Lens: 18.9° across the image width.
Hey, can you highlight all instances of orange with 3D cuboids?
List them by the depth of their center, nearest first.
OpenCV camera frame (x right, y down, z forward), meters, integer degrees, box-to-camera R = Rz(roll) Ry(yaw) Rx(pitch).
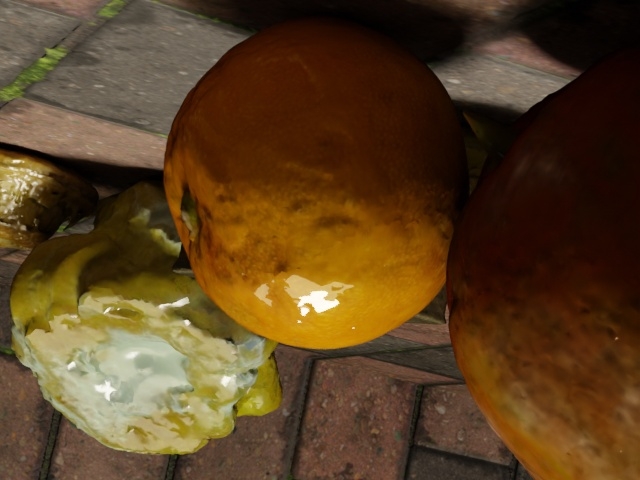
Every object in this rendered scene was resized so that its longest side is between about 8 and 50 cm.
[{"bbox_3d":[0.002,-0.045,1.515,0.261,0.261,0.261,11,170,2],"label":"orange"}]

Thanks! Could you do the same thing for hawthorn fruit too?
[{"bbox_3d":[0.261,0.024,1.383,0.403,0.402,0.403,11,170,2],"label":"hawthorn fruit"}]

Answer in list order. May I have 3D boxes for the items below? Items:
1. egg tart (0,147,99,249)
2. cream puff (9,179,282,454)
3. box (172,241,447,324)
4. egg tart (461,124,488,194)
[{"bbox_3d":[-0.397,-0.053,2.410,0.241,0.106,0.241,11,167,2],"label":"egg tart"},{"bbox_3d":[-0.185,0.079,2.391,0.378,0.275,0.378,6,131,6],"label":"cream puff"},{"bbox_3d":[0.001,-0.002,2.119,0.273,0.143,0.184,17,169,-36],"label":"box"},{"bbox_3d":[0.162,-0.034,1.820,0.294,0.123,0.294,15,170,3],"label":"egg tart"}]
